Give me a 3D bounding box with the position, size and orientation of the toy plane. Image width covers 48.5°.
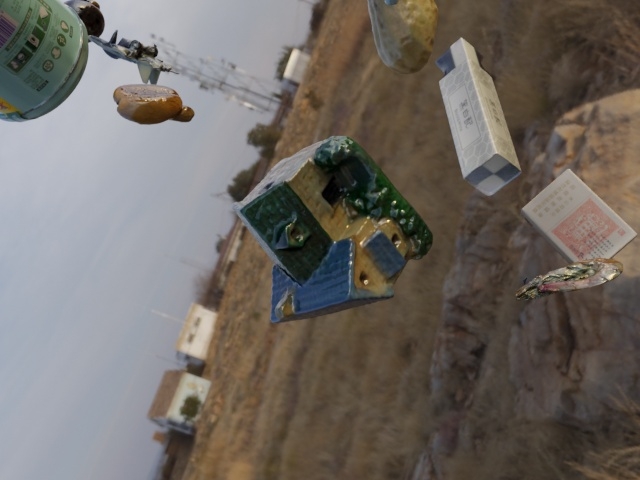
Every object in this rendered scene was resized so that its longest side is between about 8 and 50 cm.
[{"bbox_3d":[-0.479,-0.476,1.773,0.088,0.262,0.192,-58,-17,14],"label":"toy plane"}]

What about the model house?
[{"bbox_3d":[0.000,0.000,1.698,0.335,0.382,0.342,-20,23,45],"label":"model house"}]

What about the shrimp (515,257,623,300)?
[{"bbox_3d":[0.434,0.069,1.246,0.101,0.190,0.042,-70,-39,-75],"label":"shrimp"}]

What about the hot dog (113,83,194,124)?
[{"bbox_3d":[-0.295,-0.240,1.263,0.090,0.140,0.060,48,139,38],"label":"hot dog"}]

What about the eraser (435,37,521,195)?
[{"bbox_3d":[0.348,-0.287,1.597,0.096,0.098,0.403,-37,40,35],"label":"eraser"}]

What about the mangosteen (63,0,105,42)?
[{"bbox_3d":[-0.643,-0.596,1.897,0.140,0.140,0.140,-159,90,-85],"label":"mangosteen"}]

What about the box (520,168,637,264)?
[{"bbox_3d":[0.546,-0.035,1.512,0.141,0.201,0.058,-40,-17,4],"label":"box"}]

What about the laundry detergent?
[{"bbox_3d":[-0.647,-0.410,1.427,0.305,0.287,0.287,44,-117,-60],"label":"laundry detergent"}]

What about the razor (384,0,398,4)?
[{"bbox_3d":[0.113,-0.500,1.183,0.068,0.106,0.232,53,166,39],"label":"razor"}]

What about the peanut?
[{"bbox_3d":[0.230,-0.660,1.978,0.169,0.192,0.386,-166,66,-77],"label":"peanut"}]
